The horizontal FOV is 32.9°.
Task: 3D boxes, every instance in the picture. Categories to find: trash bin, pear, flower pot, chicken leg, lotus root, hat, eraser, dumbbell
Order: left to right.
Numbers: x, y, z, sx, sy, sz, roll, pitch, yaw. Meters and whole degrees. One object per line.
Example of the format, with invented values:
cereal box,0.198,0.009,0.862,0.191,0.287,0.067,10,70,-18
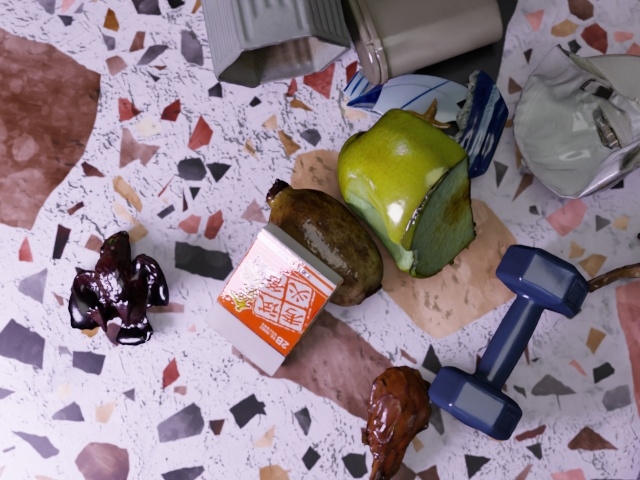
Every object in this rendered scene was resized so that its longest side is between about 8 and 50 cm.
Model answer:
eraser,-0.083,0.101,1.820,0.157,0.038,0.230,38,122,7
flower pot,-0.082,-0.387,1.858,0.239,0.209,0.190,-13,82,2
lotus root,0.000,0.000,1.847,0.145,0.128,0.260,-40,88,-17
chicken leg,0.112,0.360,1.822,0.113,0.093,0.305,16,88,-7
pear,0.125,-0.089,1.793,0.159,0.292,0.292,-36,83,-11
trash bin,0.167,-0.416,1.894,0.247,0.121,0.243,-17,78,-2
dumbbell,0.315,0.167,1.806,0.143,0.156,0.316,32,85,-24
hat,0.496,-0.194,1.862,0.301,0.168,0.258,-9,65,-22

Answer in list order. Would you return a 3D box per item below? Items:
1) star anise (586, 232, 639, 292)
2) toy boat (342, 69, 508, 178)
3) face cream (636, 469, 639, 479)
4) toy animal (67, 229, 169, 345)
star anise,0.645,0.031,1.830,0.349,0.109,0.293,17,79,5
toy boat,0.178,-0.224,1.916,0.291,0.067,0.221,21,83,16
face cream,0.610,0.383,1.749,0.177,0.177,0.153,21,85,5
toy animal,-0.344,0.081,1.881,0.218,0.116,0.180,-19,52,27
